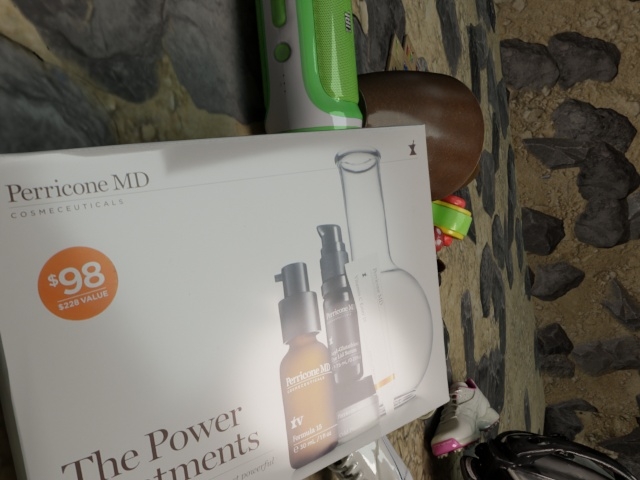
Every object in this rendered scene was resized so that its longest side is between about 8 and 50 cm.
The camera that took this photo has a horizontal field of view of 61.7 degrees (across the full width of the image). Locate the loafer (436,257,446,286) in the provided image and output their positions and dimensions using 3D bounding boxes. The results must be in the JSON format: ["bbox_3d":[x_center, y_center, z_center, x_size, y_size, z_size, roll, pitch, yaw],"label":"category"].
[{"bbox_3d":[0.247,0.066,1.187,0.170,0.061,0.062,41,52,-54],"label":"loafer"}]

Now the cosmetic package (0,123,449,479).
[{"bbox_3d":[-0.057,0.057,0.451,0.377,0.097,0.284,-13,98,-35],"label":"cosmetic package"}]

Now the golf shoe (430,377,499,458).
[{"bbox_3d":[0.327,0.423,1.290,0.306,0.115,0.140,1,61,-58],"label":"golf shoe"}]

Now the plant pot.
[{"bbox_3d":[0.098,-0.167,0.813,0.230,0.215,0.215,-3,90,-49],"label":"plant pot"}]

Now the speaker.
[{"bbox_3d":[-0.018,-0.257,0.661,0.131,0.131,0.296,-14,100,-61],"label":"speaker"}]

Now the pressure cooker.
[{"bbox_3d":[0.480,0.620,1.156,0.370,0.375,0.420,8,108,-41],"label":"pressure cooker"}]

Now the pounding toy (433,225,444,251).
[{"bbox_3d":[0.162,0.038,0.983,0.237,0.110,0.182,-21,106,-60],"label":"pounding toy"}]

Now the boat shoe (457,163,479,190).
[{"bbox_3d":[0.247,-0.228,1.156,0.110,0.122,0.341,61,8,35],"label":"boat shoe"}]

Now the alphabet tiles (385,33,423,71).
[{"bbox_3d":[0.192,-0.260,1.163,0.285,0.011,0.342,45,50,-52],"label":"alphabet tiles"}]

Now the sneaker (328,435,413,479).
[{"bbox_3d":[0.051,0.305,0.745,0.091,0.094,0.258,-5,64,-46],"label":"sneaker"}]

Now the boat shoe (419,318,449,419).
[{"bbox_3d":[0.233,0.266,1.125,0.079,0.084,0.233,54,40,-45],"label":"boat shoe"}]

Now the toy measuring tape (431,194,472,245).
[{"bbox_3d":[0.244,-0.055,1.122,0.330,0.121,0.121,17,73,-62],"label":"toy measuring tape"}]
